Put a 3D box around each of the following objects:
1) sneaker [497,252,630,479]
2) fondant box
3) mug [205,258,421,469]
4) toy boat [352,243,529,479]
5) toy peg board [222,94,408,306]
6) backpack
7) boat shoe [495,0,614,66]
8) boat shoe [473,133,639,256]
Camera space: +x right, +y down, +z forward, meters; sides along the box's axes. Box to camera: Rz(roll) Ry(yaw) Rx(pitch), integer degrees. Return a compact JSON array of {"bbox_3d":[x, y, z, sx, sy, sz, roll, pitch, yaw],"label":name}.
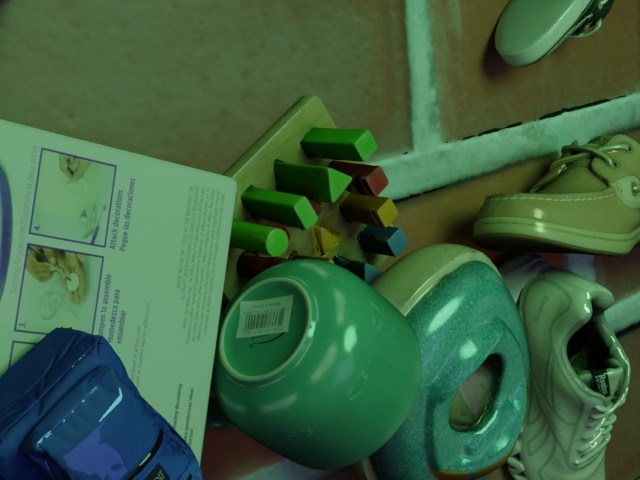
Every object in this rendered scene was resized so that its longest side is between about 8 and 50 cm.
[{"bbox_3d":[0.240,0.156,1.036,0.110,0.118,0.292,-33,118,-34],"label":"sneaker"},{"bbox_3d":[-0.217,0.050,0.628,0.330,0.096,0.238,13,82,-42],"label":"fondant box"},{"bbox_3d":[-0.020,0.088,0.726,0.158,0.129,0.097,-48,135,1],"label":"mug"},{"bbox_3d":[0.066,0.173,0.848,0.318,0.148,0.267,-47,143,-17],"label":"toy boat"},{"bbox_3d":[0.000,0.000,0.829,0.161,0.079,0.160,-47,124,-24],"label":"toy peg board"},{"bbox_3d":[-0.123,0.124,0.583,0.098,0.101,0.120,-43,120,-24],"label":"backpack"},{"bbox_3d":[0.240,-0.227,0.996,0.219,0.078,0.070,-53,125,-23],"label":"boat shoe"},{"bbox_3d":[0.256,-0.045,1.022,0.341,0.122,0.110,-5,96,-50],"label":"boat shoe"}]
